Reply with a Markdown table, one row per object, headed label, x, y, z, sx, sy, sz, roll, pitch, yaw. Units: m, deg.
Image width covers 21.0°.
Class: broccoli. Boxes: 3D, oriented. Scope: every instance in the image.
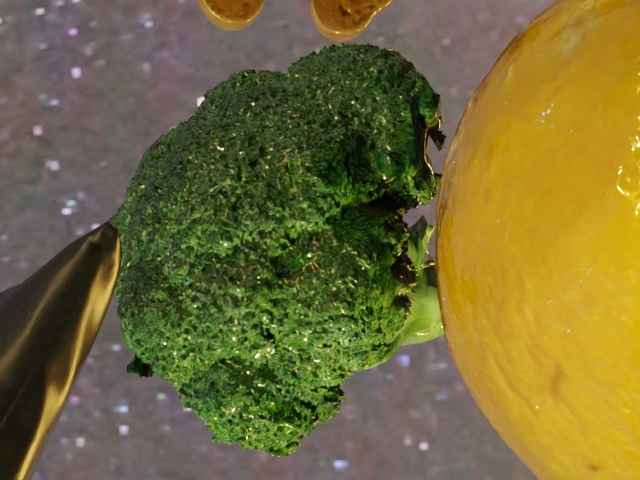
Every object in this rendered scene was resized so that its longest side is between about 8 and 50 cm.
| label | x | y | z | sx | sy | sz | roll | pitch | yaw |
| --- | --- | --- | --- | --- | --- | --- | --- | --- | --- |
| broccoli | 0.000 | 0.000 | 1.155 | 0.269 | 0.269 | 0.254 | 24 | -147 | -49 |

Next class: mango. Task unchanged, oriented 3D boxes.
| label | x | y | z | sx | sy | sz | roll | pitch | yaw |
| --- | --- | --- | --- | --- | --- | --- | --- | --- | --- |
| mango | 0.130 | 0.029 | 0.568 | 0.119 | 0.176 | 0.317 | -78 | -24 | -47 |

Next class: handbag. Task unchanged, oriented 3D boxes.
| label | x | y | z | sx | sy | sz | roll | pitch | yaw |
| --- | --- | --- | --- | --- | --- | --- | --- | --- | --- |
| handbag | -0.193 | 0.118 | 0.892 | 0.088 | 0.211 | 0.254 | 31 | -112 | -14 |

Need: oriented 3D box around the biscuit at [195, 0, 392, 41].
| label | x | y | z | sx | sy | sz | roll | pitch | yaw |
| --- | --- | --- | --- | --- | --- | --- | --- | --- | --- |
| biscuit | -0.022 | -0.306 | 1.347 | 0.186 | 0.044 | 0.295 | 6 | -92 | -11 |
